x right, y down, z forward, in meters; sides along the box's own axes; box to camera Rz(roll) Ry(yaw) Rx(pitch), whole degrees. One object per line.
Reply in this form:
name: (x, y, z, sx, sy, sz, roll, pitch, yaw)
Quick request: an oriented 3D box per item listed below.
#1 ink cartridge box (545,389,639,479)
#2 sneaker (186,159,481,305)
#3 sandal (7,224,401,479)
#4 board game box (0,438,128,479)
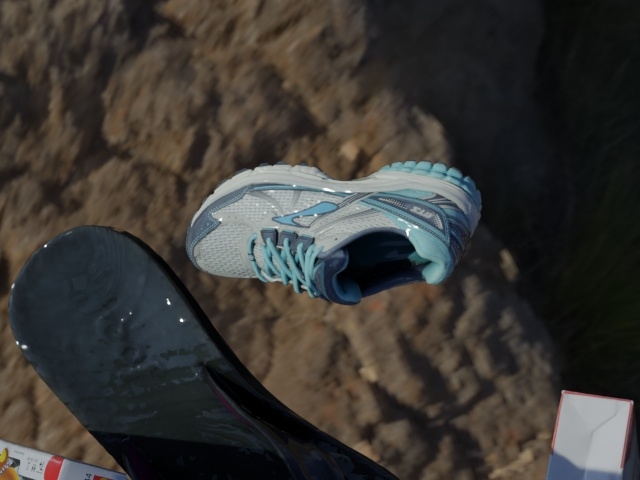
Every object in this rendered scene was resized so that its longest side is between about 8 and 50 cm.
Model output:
ink cartridge box: (0.241, 0.223, 1.606, 0.067, 0.198, 0.115, 7, 66, 15)
sneaker: (0.000, 0.000, 1.648, 0.122, 0.283, 0.110, -74, 148, -46)
sandal: (-0.074, 0.175, 1.361, 0.446, 0.107, 0.167, 43, 100, 8)
board game box: (-0.240, 0.231, 1.252, 0.053, 0.305, 0.193, 19, 80, -30)
